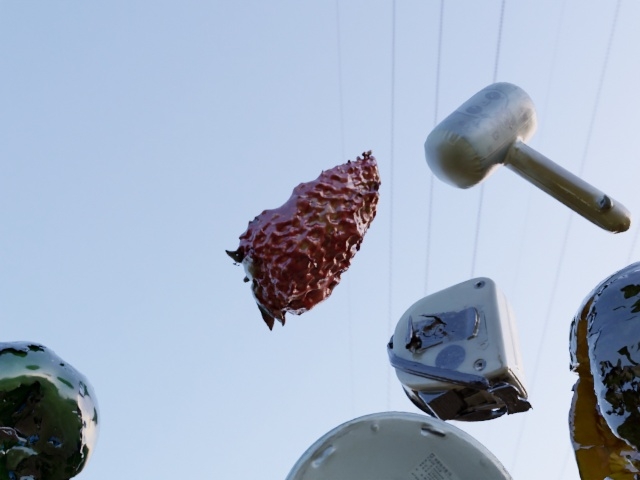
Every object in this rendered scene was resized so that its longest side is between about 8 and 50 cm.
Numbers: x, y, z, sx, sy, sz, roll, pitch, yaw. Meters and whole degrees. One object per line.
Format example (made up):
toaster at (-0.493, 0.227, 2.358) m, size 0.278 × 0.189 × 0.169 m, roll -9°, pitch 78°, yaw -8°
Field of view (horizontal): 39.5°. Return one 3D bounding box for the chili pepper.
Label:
chili pepper at (-0.328, 0.212, 0.823) m, size 0.233 × 0.248 × 0.257 m, roll 17°, pitch -18°, yaw -18°

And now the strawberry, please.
strawberry at (0.006, 0.004, 1.112) m, size 0.228 × 0.098 × 0.174 m, roll -38°, pitch -30°, yaw -17°

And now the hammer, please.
hammer at (0.315, -0.101, 1.297) m, size 0.202 × 0.305 × 0.113 m, roll -41°, pitch -22°, yaw -31°

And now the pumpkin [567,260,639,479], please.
pumpkin at (0.363, 0.175, 0.913) m, size 0.192 × 0.320 × 0.320 m, roll -6°, pitch -42°, yaw 3°

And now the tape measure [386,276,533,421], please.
tape measure at (0.224, 0.203, 1.534) m, size 0.231 × 0.271 × 0.133 m, roll -24°, pitch -52°, yaw 20°

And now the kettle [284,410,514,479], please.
kettle at (0.027, 0.313, 0.776) m, size 0.205 × 0.265 × 0.318 m, roll 18°, pitch -26°, yaw -4°
